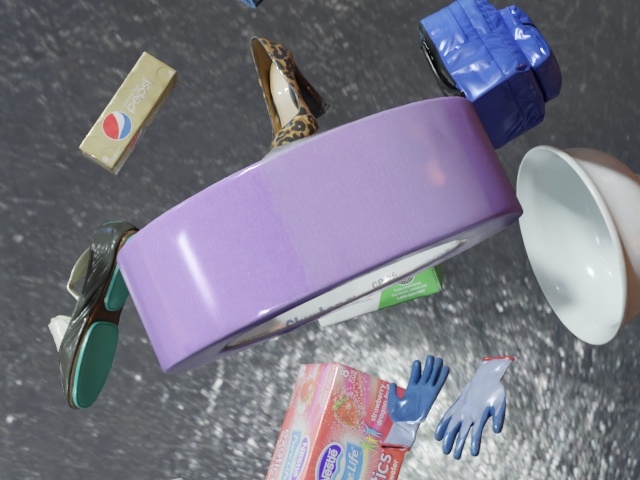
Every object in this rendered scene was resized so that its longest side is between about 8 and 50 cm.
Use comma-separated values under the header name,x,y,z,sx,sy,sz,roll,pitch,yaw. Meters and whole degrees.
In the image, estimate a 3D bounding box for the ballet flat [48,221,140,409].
name,x,y,z,sx,sy,sz,roll,pitch,yaw
ballet flat,-0.334,0.105,1.738,0.096,0.095,0.280,16,82,27

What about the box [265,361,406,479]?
name,x,y,z,sx,sy,sz,roll,pitch,yaw
box,0.016,0.343,1.750,0.154,0.142,0.300,24,74,-19

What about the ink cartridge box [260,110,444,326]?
name,x,y,z,sx,sy,sz,roll,pitch,yaw
ink cartridge box,0.053,-0.036,1.896,0.211,0.121,0.289,-17,105,15

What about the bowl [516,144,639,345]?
name,x,y,z,sx,sy,sz,roll,pitch,yaw
bowl,0.404,-0.011,1.681,0.134,0.298,0.298,-18,67,-12

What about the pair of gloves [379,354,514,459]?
name,x,y,z,sx,sy,sz,roll,pitch,yaw
pair of gloves,0.161,0.214,1.540,0.198,0.023,0.159,-7,42,40

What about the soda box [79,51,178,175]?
name,x,y,z,sx,sy,sz,roll,pitch,yaw
soda box,-0.290,-0.193,1.808,0.061,0.058,0.181,32,81,3

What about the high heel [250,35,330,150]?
name,x,y,z,sx,sy,sz,roll,pitch,yaw
high heel,-0.084,-0.244,2.043,0.093,0.261,0.186,-36,106,29

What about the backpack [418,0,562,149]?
name,x,y,z,sx,sy,sz,roll,pitch,yaw
backpack,0.149,-0.157,1.051,0.101,0.098,0.120,-30,54,0

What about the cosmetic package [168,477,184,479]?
name,x,y,z,sx,sy,sz,roll,pitch,yaw
cosmetic package,-0.122,0.407,1.146,0.385,0.217,0.156,32,108,37

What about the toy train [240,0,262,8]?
name,x,y,z,sx,sy,sz,roll,pitch,yaw
toy train,-0.107,-0.343,1.307,0.105,0.184,0.080,29,72,26

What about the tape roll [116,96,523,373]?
name,x,y,z,sx,sy,sz,roll,pitch,yaw
tape roll,0.000,0.000,0.837,0.274,0.275,0.090,-24,83,4
